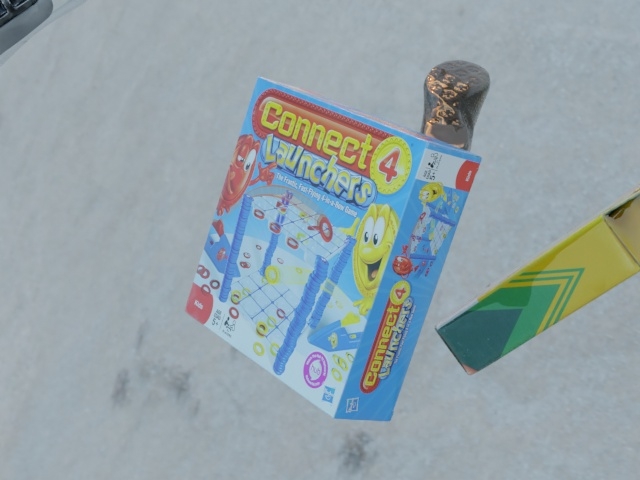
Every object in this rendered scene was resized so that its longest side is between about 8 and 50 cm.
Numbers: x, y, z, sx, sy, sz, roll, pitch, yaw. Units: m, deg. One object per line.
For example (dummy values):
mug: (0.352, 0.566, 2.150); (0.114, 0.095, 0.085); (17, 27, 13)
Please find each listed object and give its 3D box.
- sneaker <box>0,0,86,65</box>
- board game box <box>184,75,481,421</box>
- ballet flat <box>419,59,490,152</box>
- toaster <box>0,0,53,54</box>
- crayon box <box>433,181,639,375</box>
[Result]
sneaker: (-0.347, -0.323, 1.325); (0.106, 0.123, 0.290); (38, 81, 17)
board game box: (0.000, 0.000, 1.250); (0.308, 0.086, 0.302); (27, 103, 47)
ballet flat: (0.165, -0.154, 1.394); (0.250, 0.084, 0.058); (-73, -13, -53)
toaster: (-0.389, -0.266, 1.151); (0.168, 0.186, 0.110); (-36, 57, -10)
crayon box: (0.314, 0.034, 1.382); (0.318, 0.202, 0.081); (-39, 83, 33)
